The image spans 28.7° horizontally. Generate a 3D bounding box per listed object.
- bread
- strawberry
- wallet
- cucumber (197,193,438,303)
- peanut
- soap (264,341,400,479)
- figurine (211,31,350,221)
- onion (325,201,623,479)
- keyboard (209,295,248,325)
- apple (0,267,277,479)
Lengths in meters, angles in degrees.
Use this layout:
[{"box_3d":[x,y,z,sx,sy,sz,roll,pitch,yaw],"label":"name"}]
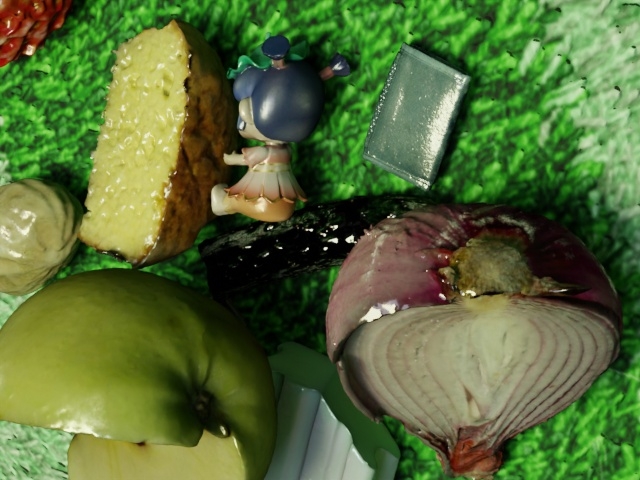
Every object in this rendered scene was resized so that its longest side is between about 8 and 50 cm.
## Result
[{"box_3d":[-0.157,-0.094,1.327,0.129,0.134,0.260,14,89,38],"label":"bread"},{"box_3d":[-0.356,-0.299,1.365,0.178,0.234,0.234,-20,92,8],"label":"strawberry"},{"box_3d":[0.096,-0.123,1.245,0.088,0.026,0.129,30,116,24],"label":"wallet"},{"box_3d":[0.000,0.000,1.302,0.303,0.072,0.081,-16,82,30],"label":"cucumber"},{"box_3d":[-0.402,0.003,1.499,0.298,0.120,0.136,-7,94,32],"label":"peanut"},{"box_3d":[-0.019,0.275,1.368,0.173,0.095,0.289,23,112,24],"label":"soap"},{"box_3d":[-0.043,-0.113,1.276,0.102,0.111,0.195,15,105,39],"label":"figurine"},{"box_3d":[0.139,0.088,1.207,0.267,0.159,0.348,1,143,1],"label":"onion"},{"box_3d":[-0.154,0.119,1.448,0.166,0.017,0.055,-39,83,30],"label":"keyboard"},{"box_3d":[-0.175,0.152,1.239,0.258,0.233,0.295,-13,131,41],"label":"apple"}]
